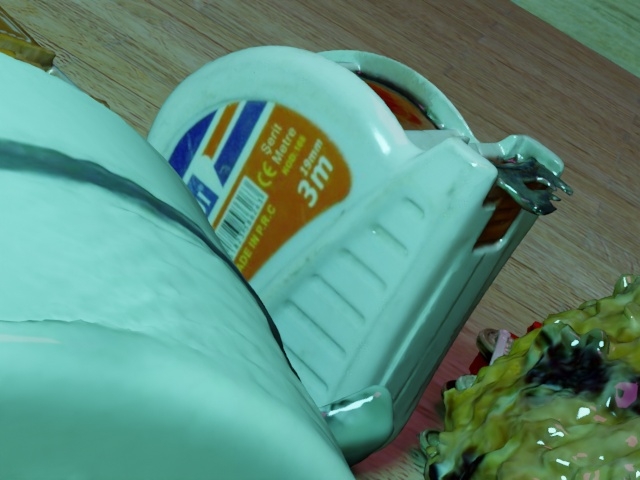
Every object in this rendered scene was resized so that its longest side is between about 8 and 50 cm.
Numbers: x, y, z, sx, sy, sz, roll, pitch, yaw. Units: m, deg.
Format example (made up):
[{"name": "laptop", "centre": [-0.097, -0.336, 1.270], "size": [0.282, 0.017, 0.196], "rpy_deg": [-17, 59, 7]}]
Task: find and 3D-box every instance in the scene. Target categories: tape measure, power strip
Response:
[{"name": "tape measure", "centre": [0.000, 0.000, 0.978], "size": [0.265, 0.258, 0.130], "rpy_deg": [42, 28, 27]}, {"name": "power strip", "centre": [-0.148, 0.106, 0.461], "size": [0.357, 0.357, 0.161], "rpy_deg": [13, 30, -35]}]

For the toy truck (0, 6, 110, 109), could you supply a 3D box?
[{"name": "toy truck", "centre": [-0.331, -0.154, 1.032], "size": [0.387, 0.173, 0.207], "rpy_deg": [44, 20, 24]}]

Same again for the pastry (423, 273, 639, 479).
[{"name": "pastry", "centre": [0.217, 0.190, 0.815], "size": [0.337, 0.292, 0.405], "rpy_deg": [-2, 47, -35]}]

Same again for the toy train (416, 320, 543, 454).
[{"name": "toy train", "centre": [0.150, 0.136, 1.107], "size": [0.131, 0.082, 0.204], "rpy_deg": [34, 23, 4]}]
